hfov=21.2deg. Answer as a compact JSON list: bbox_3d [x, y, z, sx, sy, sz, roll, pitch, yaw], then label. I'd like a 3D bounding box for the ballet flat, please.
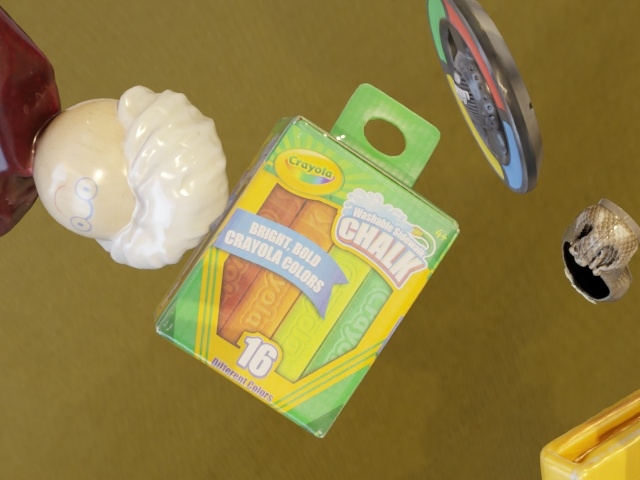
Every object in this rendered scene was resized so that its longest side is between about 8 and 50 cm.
[{"bbox_3d":[0.253,0.020,1.598,0.084,0.250,0.058,42,83,9],"label":"ballet flat"}]

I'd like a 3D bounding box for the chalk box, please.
[{"bbox_3d":[0.000,0.000,1.541,0.180,0.179,0.289,32,90,-7],"label":"chalk box"}]

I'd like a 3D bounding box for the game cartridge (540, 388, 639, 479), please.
[{"bbox_3d":[0.283,0.241,1.285,0.285,0.323,0.053,-24,31,-32],"label":"game cartridge"}]

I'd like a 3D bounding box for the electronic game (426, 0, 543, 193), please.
[{"bbox_3d":[0.162,-0.153,1.725,0.048,0.229,0.229,-24,61,-4],"label":"electronic game"}]

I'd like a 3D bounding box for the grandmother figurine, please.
[{"bbox_3d":[-0.209,-0.066,0.858,0.342,0.207,0.104,17,53,7],"label":"grandmother figurine"}]
